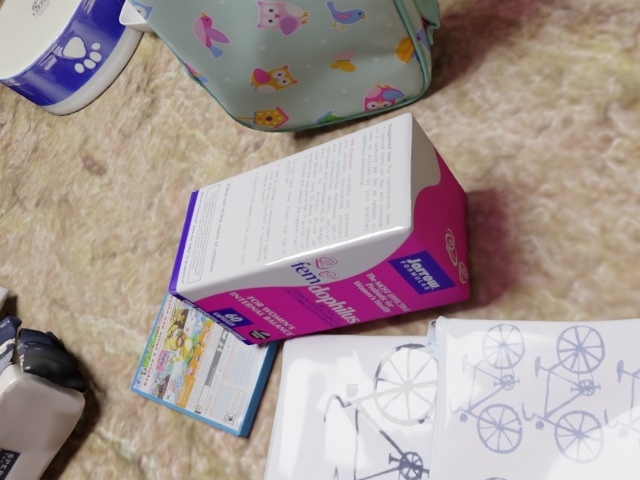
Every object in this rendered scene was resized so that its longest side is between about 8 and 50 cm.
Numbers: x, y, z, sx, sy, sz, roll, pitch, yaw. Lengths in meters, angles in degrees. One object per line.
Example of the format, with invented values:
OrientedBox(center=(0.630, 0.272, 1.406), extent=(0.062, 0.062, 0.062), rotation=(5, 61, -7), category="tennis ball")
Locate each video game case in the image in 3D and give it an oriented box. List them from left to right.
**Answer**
OrientedBox(center=(-0.115, 0.113, 0.659), extent=(0.166, 0.015, 0.119), rotation=(8, 74, 39), category="video game case")

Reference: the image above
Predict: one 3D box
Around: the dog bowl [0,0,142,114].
OrientedBox(center=(-0.393, -0.335, 1.027), extent=(0.265, 0.104, 0.264), rotation=(-16, 59, 30), category="dog bowl")

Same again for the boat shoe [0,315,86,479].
OrientedBox(center=(-0.392, 0.247, 0.749), extent=(0.340, 0.127, 0.158), rotation=(-52, 36, 0), category="boat shoe")

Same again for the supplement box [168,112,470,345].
OrientedBox(center=(0.000, 0.000, 0.549), extent=(0.220, 0.111, 0.113), rotation=(-17, 50, 28), category="supplement box")

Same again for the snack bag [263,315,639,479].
OrientedBox(center=(0.076, 0.207, 0.456), extent=(0.343, 0.037, 0.322), rotation=(-4, 67, 36), category="snack bag")

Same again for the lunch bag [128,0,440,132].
OrientedBox(center=(-0.022, -0.213, 0.576), extent=(0.224, 0.279, 0.107), rotation=(-13, 61, 20), category="lunch bag")

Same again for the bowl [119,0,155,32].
OrientedBox(center=(-0.202, -0.349, 0.924), extent=(0.142, 0.053, 0.141), rotation=(9, 74, 40), category="bowl")

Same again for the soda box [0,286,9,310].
OrientedBox(center=(-0.457, 0.119, 0.806), extent=(0.069, 0.074, 0.216), rotation=(-60, 17, 16), category="soda box")
